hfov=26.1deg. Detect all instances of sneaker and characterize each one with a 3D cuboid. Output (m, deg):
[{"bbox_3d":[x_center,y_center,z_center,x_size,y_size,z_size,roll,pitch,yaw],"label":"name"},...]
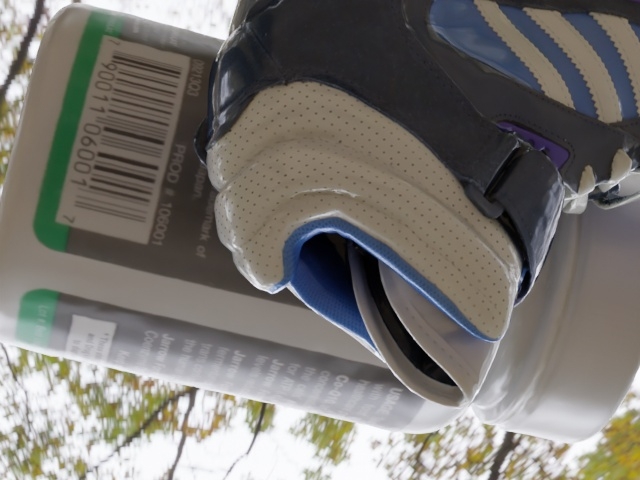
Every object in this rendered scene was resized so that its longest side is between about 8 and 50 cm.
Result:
[{"bbox_3d":[0.095,-0.020,0.654,0.323,0.130,0.236,18,-118,-24],"label":"sneaker"}]

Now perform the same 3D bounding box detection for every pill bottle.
[{"bbox_3d":[0.000,0.000,0.816,0.361,0.204,0.204,14,-114,-8],"label":"pill bottle"}]
